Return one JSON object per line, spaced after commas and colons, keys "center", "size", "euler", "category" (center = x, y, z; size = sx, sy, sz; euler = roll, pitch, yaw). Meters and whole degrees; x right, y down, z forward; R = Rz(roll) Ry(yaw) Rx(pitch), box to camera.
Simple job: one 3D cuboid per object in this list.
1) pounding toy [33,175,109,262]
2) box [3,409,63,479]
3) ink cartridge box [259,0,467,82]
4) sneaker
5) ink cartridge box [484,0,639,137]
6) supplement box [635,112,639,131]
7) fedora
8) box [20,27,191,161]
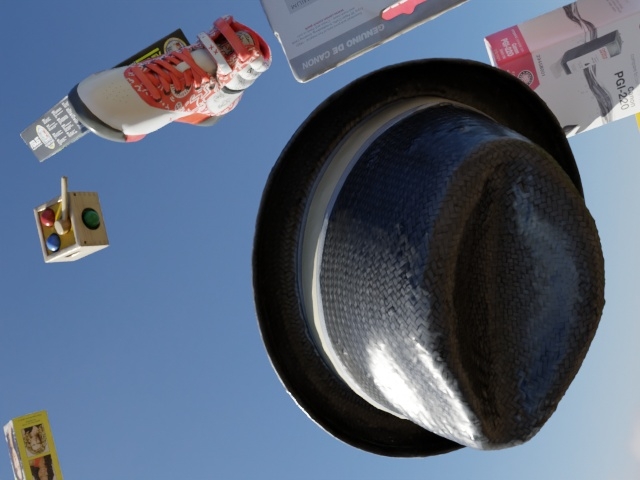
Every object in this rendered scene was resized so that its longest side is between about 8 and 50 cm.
{"center": [-0.479, -0.040, 1.538], "size": [0.100, 0.141, 0.130], "euler": [-4, -103, -56], "category": "pounding toy"}
{"center": [-0.439, 0.391, 1.269], "size": [0.058, 0.087, 0.232], "euler": [-11, -103, -33], "category": "box"}
{"center": [0.075, -0.349, 0.976], "size": [0.272, 0.309, 0.130], "euler": [70, -167, 13], "category": "ink cartridge box"}
{"center": [-0.160, -0.196, 0.926], "size": [0.090, 0.145, 0.270], "euler": [53, -152, 8], "category": "sneaker"}
{"center": [0.358, -0.238, 1.113], "size": [0.092, 0.217, 0.159], "euler": [-96, -19, -51], "category": "ink cartridge box"}
{"center": [0.683, -0.264, 1.449], "size": [0.129, 0.194, 0.191], "euler": [-12, -93, -32], "category": "supplement box"}
{"center": [0.107, 0.033, 0.606], "size": [0.152, 0.333, 0.334], "euler": [-146, 49, -70], "category": "fedora"}
{"center": [-0.343, -0.230, 1.300], "size": [0.216, 0.270, 0.060], "euler": [-41, -74, -32], "category": "box"}
